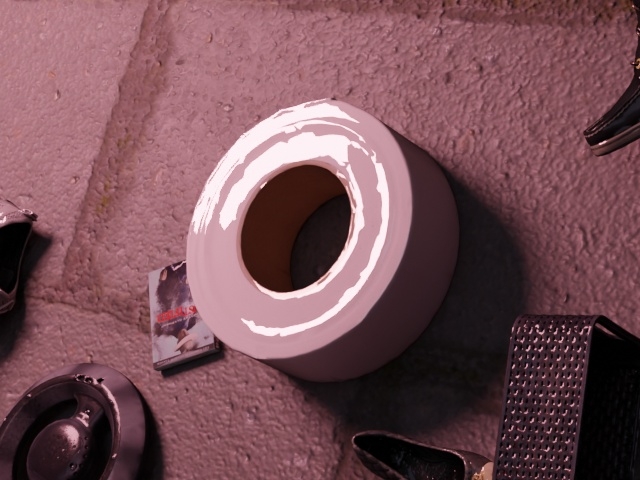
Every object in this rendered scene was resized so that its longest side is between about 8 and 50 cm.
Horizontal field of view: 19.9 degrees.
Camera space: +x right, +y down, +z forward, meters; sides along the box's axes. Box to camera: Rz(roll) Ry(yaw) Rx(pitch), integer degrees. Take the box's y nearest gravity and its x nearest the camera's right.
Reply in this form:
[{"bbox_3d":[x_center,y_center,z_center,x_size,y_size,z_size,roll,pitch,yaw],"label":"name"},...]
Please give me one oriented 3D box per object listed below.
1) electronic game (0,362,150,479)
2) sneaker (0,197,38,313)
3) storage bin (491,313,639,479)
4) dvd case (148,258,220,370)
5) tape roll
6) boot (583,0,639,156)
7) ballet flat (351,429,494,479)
[{"bbox_3d":[-0.287,0.244,2.043,0.229,0.048,0.229,-16,56,26],"label":"electronic game"},{"bbox_3d":[-0.423,0.072,2.170,0.115,0.105,0.281,8,76,37],"label":"sneaker"},{"bbox_3d":[0.228,0.165,1.666,0.084,0.122,0.180,-2,71,34],"label":"storage bin"},{"bbox_3d":[-0.153,0.079,2.037,0.087,0.013,0.119,-19,63,28],"label":"dvd case"},{"bbox_3d":[0.000,0.000,1.907,0.286,0.100,0.286,-14,65,31],"label":"tape roll"},{"bbox_3d":[0.304,-0.212,1.729,0.236,0.085,0.178,-41,96,8],"label":"boot"},{"bbox_3d":[0.104,0.224,1.777,0.173,0.049,0.057,10,79,37],"label":"ballet flat"}]
